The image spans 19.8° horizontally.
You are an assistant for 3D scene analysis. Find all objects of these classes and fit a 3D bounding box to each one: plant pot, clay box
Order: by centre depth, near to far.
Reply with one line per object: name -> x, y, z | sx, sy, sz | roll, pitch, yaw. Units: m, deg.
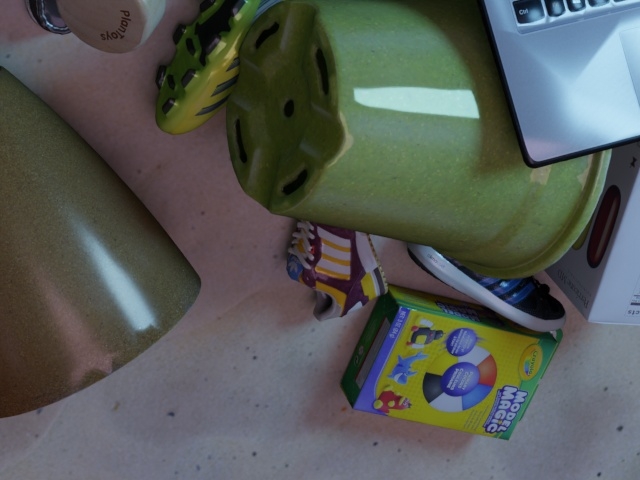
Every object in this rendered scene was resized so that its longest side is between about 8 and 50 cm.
plant pot -> 0.069, -0.107, 1.586 | 0.254, 0.276, 0.276 | 3, 117, -34
plant pot -> -0.269, -0.014, 1.602 | 0.237, 0.237, 0.254 | -29, 108, -2
clay box -> 0.146, 0.131, 1.904 | 0.222, 0.053, 0.127 | 14, 113, -24

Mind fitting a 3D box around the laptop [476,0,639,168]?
laptop -> 0.319, -0.311, 1.463 | 0.382, 0.236, 0.407 | -15, 88, -20

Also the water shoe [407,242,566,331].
water shoe -> 0.184, 0.027, 1.848 | 0.203, 0.073, 0.080 | 26, 105, -29

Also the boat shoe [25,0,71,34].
boat shoe -> -0.194, -0.273, 1.556 | 0.081, 0.068, 0.227 | 12, 113, -25

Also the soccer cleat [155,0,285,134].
soccer cleat -> -0.037, -0.197, 1.638 | 0.121, 0.093, 0.289 | 31, 104, -32

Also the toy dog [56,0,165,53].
toy dog -> -0.216, -0.288, 1.422 | 0.334, 0.220, 0.161 | 16, 134, -13

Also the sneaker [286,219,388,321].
sneaker -> 0.000, 0.000, 1.772 | 0.084, 0.069, 0.185 | -30, 122, -7

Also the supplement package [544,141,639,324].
supplement package -> 0.327, -0.051, 1.814 | 0.134, 0.139, 0.244 | 4, 115, -22
